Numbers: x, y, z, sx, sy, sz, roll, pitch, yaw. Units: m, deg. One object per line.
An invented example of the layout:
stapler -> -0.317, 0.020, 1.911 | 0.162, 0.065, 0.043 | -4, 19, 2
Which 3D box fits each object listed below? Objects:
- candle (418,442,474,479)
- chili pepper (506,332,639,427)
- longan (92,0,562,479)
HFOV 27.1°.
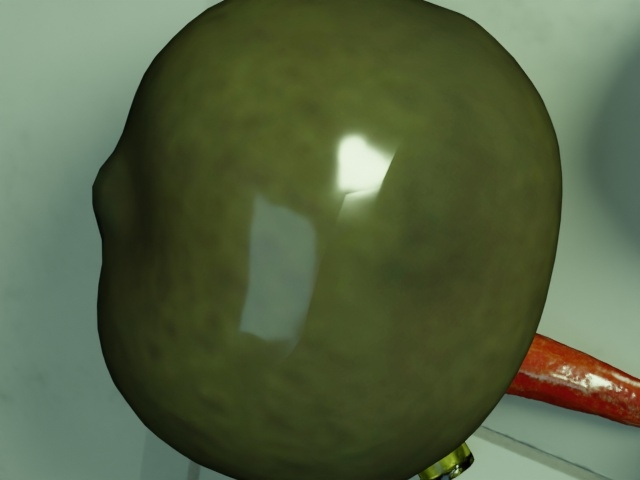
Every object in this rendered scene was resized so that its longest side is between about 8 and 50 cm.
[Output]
candle -> 0.079, 0.143, 1.124 | 0.052, 0.052, 0.131 | -29, 93, 33
chili pepper -> 0.157, 0.102, 1.061 | 0.272, 0.071, 0.063 | 11, 75, 18
longan -> 0.000, 0.000, 0.934 | 0.361, 0.361, 0.361 | 10, 113, 24
